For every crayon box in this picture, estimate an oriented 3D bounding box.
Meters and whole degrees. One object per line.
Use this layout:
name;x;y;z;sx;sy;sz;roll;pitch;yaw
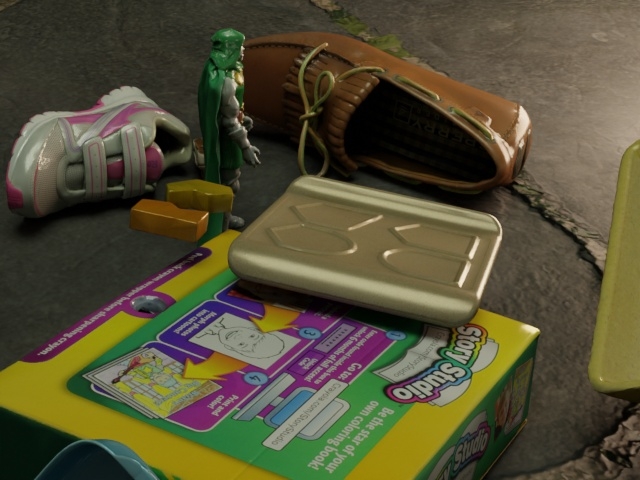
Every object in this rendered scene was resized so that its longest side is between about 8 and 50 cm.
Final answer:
crayon box;-0.036;0.134;1.081;0.313;0.106;0.363;18;28;23

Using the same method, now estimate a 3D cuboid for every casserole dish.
casserole dish;-0.157;0.209;0.926;0.114;0.188;0.037;47;27;11

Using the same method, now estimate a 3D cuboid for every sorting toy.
sorting toy;0.000;0.000;1.216;0.307;0.041;0.229;13;22;9

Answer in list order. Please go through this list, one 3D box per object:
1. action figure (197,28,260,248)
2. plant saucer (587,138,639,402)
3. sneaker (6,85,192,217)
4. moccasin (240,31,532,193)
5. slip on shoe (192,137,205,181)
action figure;-0.095;-0.103;1.374;0.064;0.232;0.137;-2;32;-8
plant saucer;0.413;0.017;1.149;0.333;0.081;0.333;-9;37;27
sneaker;-0.231;-0.093;1.472;0.111;0.103;0.252;19;36;28
moccasin;0.045;-0.138;1.550;0.380;0.139;0.147;25;28;17
slip on shoe;-0.116;-0.091;1.539;0.051;0.041;0.135;-7;15;-5
